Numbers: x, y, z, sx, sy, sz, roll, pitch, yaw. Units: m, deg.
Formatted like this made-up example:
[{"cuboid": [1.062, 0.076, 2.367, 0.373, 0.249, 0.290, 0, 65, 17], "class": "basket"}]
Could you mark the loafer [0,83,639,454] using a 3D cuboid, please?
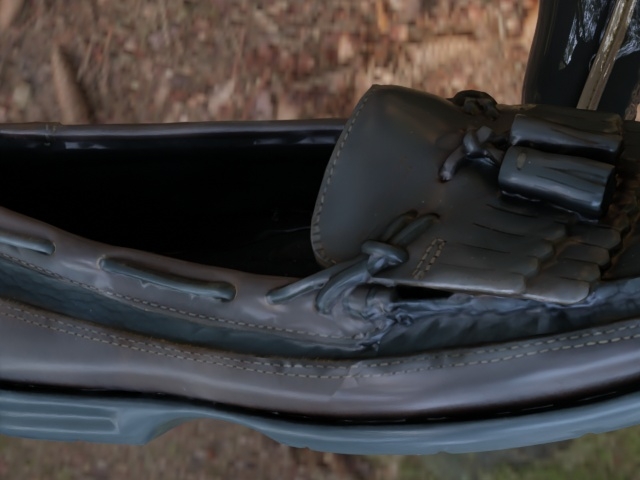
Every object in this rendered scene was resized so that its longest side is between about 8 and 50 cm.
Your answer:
[{"cuboid": [0.000, 0.000, 0.508, 0.267, 0.096, 0.084, -7, 118, 29], "class": "loafer"}]

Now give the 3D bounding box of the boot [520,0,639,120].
[{"cuboid": [0.047, -0.126, 0.585, 0.137, 0.077, 0.198, 11, 90, 7], "class": "boot"}]
